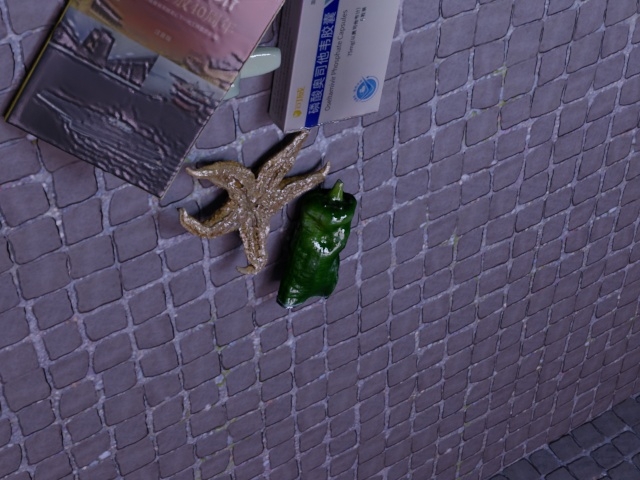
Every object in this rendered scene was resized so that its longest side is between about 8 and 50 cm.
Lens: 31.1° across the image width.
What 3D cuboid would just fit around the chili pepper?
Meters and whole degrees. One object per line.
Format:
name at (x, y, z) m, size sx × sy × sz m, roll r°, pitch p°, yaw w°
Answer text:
chili pepper at (0.000, 0.000, 2.170) m, size 0.136 × 0.099 × 0.270 m, roll -6°, pitch 133°, yaw -31°

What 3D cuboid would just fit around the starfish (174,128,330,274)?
starfish at (-0.113, -0.087, 2.018) m, size 0.302 × 0.060 × 0.299 m, roll -40°, pitch 137°, yaw -15°

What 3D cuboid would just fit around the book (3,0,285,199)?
book at (-0.254, -0.265, 1.662) m, size 0.263 × 0.028 × 0.374 m, roll 27°, pitch 109°, yaw -21°

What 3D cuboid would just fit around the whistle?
whistle at (-0.175, -0.263, 1.766) m, size 0.244 × 0.092 × 0.110 m, roll -17°, pitch 132°, yaw -25°

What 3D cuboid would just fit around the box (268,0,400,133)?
box at (0.029, -0.348, 1.878) m, size 0.200 × 0.065 × 0.343 m, roll -17°, pitch 136°, yaw -29°
